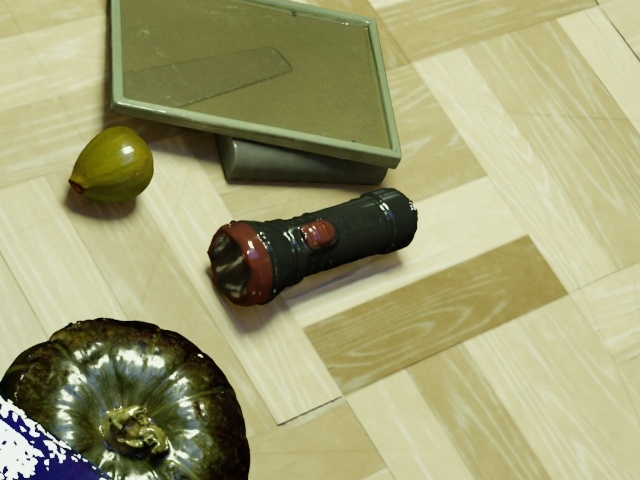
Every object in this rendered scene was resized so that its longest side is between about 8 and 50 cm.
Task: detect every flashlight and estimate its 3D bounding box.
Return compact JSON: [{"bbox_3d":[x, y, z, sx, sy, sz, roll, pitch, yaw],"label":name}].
[{"bbox_3d":[0.000,0.000,1.622,0.232,0.093,0.093,-17,68,-34],"label":"flashlight"}]

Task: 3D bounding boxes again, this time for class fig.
[{"bbox_3d":[-0.210,-0.072,1.576,0.088,0.074,0.074,-31,76,-23],"label":"fig"}]

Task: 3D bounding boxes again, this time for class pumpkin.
[{"bbox_3d":[-0.173,0.175,1.372,0.238,0.159,0.238,12,59,-21],"label":"pumpkin"}]

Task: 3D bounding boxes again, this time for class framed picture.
[{"bbox_3d":[-0.074,-0.194,1.725,0.324,0.020,0.240,9,46,-19],"label":"framed picture"}]

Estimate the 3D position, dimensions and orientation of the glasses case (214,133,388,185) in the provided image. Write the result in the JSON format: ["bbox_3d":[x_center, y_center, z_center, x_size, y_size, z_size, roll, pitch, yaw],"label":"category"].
[{"bbox_3d":[-0.019,-0.099,1.709,0.191,0.042,0.072,1,51,-26],"label":"glasses case"}]

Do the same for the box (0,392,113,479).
[{"bbox_3d":[-0.340,0.214,1.156,0.261,0.116,0.279,38,52,1],"label":"box"}]
